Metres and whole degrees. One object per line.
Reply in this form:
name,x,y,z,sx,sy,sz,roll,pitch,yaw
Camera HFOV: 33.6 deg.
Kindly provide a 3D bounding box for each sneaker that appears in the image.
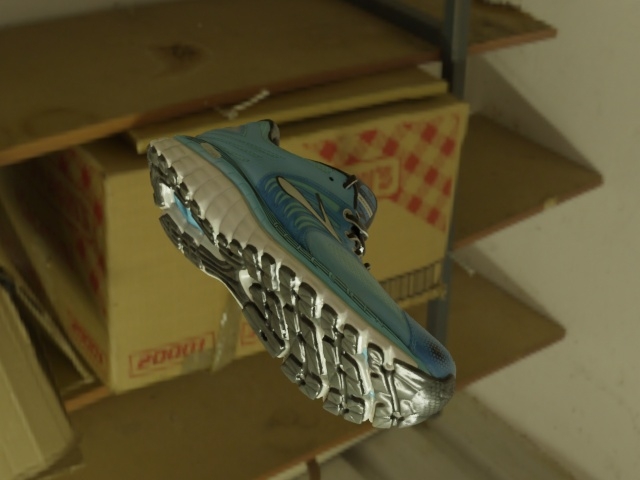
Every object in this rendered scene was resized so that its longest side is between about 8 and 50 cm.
sneaker,0.000,0.000,0.405,0.073,0.063,0.162,-28,-124,-24
